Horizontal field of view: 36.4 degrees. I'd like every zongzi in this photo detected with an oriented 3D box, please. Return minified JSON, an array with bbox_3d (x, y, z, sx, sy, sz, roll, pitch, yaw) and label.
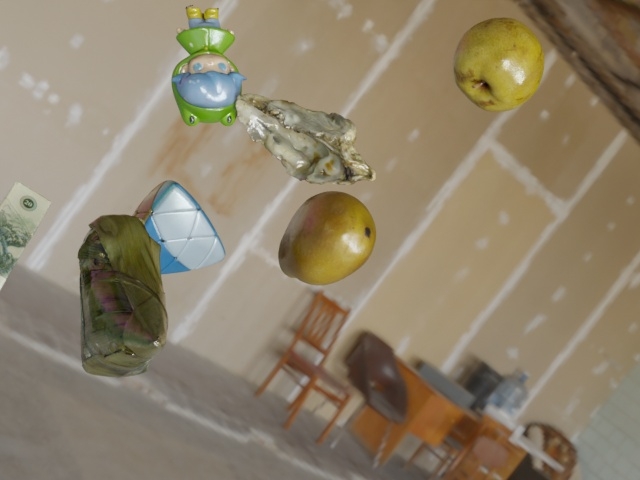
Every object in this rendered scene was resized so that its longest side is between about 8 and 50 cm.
[{"bbox_3d":[-0.277,0.061,1.419,0.125,0.251,0.274,0,-15,-23],"label":"zongzi"}]

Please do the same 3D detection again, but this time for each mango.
[{"bbox_3d":[0.000,0.000,1.352,0.099,0.136,0.227,23,-16,-17],"label":"mango"}]

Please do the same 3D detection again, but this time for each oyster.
[{"bbox_3d":[-0.024,-0.215,2.081,0.341,0.166,0.110,16,39,23],"label":"oyster"}]

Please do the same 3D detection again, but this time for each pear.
[{"bbox_3d":[0.400,-0.395,2.170,0.209,0.209,0.209,37,3,-2],"label":"pear"}]

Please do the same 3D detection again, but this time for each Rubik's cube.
[{"bbox_3d":[-0.329,-0.026,2.251,0.254,0.254,0.254,37,3,-2],"label":"Rubik's cube"}]

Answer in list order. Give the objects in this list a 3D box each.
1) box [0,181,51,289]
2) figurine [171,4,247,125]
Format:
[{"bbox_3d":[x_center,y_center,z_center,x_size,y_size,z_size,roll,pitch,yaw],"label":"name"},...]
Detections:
[{"bbox_3d":[-0.542,0.047,1.568,0.069,0.256,0.164,33,-39,-18],"label":"box"},{"bbox_3d":[-0.249,-0.380,2.136,0.162,0.263,0.143,-2,-8,-21],"label":"figurine"}]
